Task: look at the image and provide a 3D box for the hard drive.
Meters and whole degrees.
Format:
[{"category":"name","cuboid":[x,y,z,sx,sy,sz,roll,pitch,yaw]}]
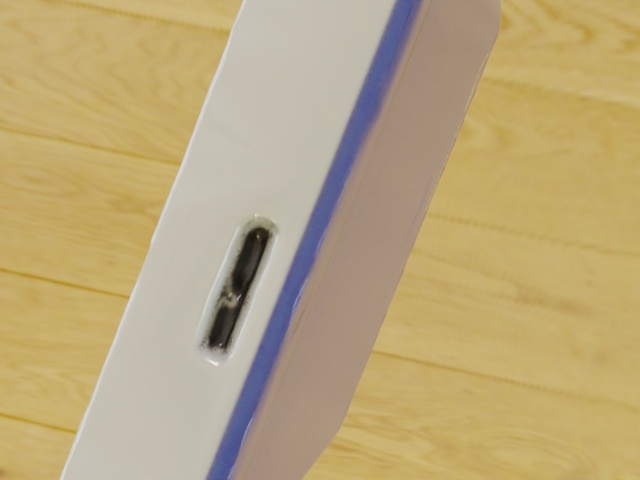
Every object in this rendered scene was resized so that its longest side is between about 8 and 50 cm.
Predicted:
[{"category":"hard drive","cuboid":[0.000,0.000,0.538,0.040,0.318,0.210,22,97,6]}]
